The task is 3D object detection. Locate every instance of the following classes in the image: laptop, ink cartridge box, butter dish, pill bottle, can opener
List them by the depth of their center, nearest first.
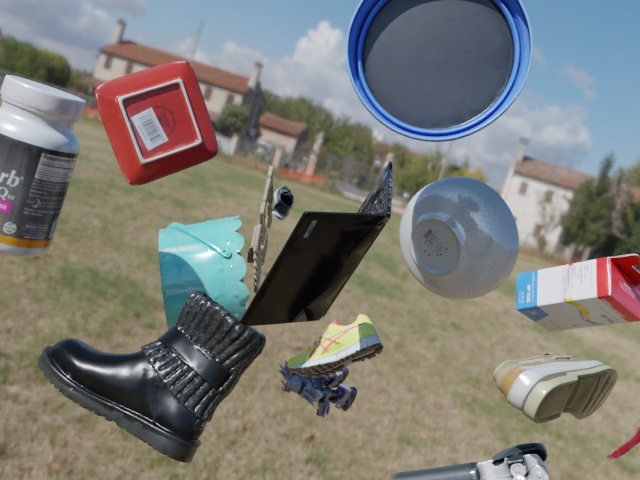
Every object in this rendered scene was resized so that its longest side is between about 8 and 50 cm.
[{"bbox_3d":[-0.263,-0.182,1.149,0.160,0.160,0.118,-24,17,-25],"label":"butter dish"},{"bbox_3d":[0.000,0.000,1.157,0.137,0.234,0.264,26,33,-10],"label":"laptop"},{"bbox_3d":[-0.502,-0.124,1.245,0.162,0.278,0.162,19,8,-3],"label":"pill bottle"},{"bbox_3d":[0.267,0.426,1.311,0.281,0.074,0.093,-15,3,14],"label":"can opener"},{"bbox_3d":[0.496,0.100,1.358,0.231,0.078,0.134,-16,-35,43],"label":"ink cartridge box"}]

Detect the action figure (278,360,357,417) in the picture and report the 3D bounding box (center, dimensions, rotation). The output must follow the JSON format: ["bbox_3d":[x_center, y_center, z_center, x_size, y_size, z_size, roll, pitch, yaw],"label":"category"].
[{"bbox_3d":[-0.011,0.411,2.047,0.285,0.099,0.185,15,29,-50],"label":"action figure"}]

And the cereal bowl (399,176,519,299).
[{"bbox_3d":[0.341,0.005,1.953,0.339,0.338,0.141,22,28,37],"label":"cereal bowl"}]

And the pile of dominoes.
[{"bbox_3d":[-0.138,-0.018,1.595,0.040,0.195,0.251,9,-28,1],"label":"pile of dominoes"}]

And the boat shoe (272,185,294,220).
[{"bbox_3d":[-0.079,-0.092,1.677,0.049,0.040,0.142,31,25,-14],"label":"boat shoe"}]

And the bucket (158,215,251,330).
[{"bbox_3d":[-0.259,0.082,1.657,0.183,0.281,0.281,-5,9,-9],"label":"bucket"}]

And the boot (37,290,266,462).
[{"bbox_3d":[-0.291,0.191,1.286,0.348,0.260,0.131,27,-6,12],"label":"boot"}]

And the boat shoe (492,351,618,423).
[{"bbox_3d":[0.409,0.239,1.265,0.302,0.113,0.103,12,18,-47],"label":"boat shoe"}]

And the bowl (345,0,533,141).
[{"bbox_3d":[0.251,-0.405,1.583,0.391,0.391,0.077,18,2,7],"label":"bowl"}]

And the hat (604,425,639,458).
[{"bbox_3d":[0.525,0.244,1.021,0.173,0.183,0.208,25,-16,24],"label":"hat"}]

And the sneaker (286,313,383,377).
[{"bbox_3d":[0.025,0.213,1.495,0.209,0.094,0.081,-22,-29,16],"label":"sneaker"}]
